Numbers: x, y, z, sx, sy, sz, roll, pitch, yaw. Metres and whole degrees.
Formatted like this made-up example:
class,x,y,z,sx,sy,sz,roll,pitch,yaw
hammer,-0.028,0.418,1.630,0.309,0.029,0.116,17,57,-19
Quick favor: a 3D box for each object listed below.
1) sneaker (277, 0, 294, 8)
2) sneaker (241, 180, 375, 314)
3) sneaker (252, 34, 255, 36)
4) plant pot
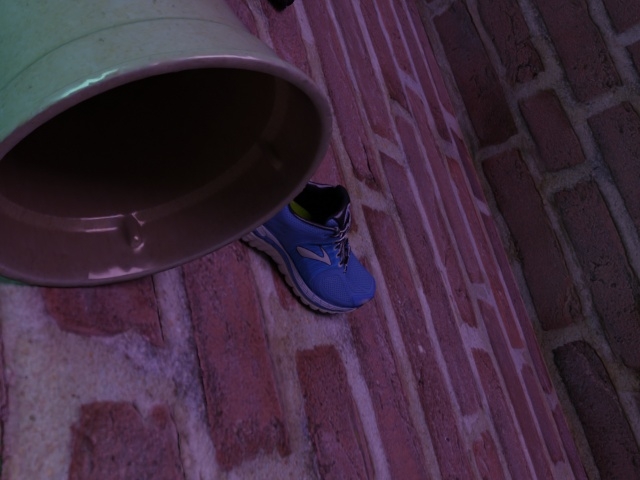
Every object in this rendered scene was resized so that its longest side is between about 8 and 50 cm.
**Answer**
class,x,y,z,sx,sy,sz,roll,pitch,yaw
sneaker,-0.056,-0.640,1.421,0.107,0.124,0.283,44,34,-35
sneaker,0.000,0.000,0.978,0.330,0.147,0.129,44,34,-37
sneaker,-0.098,-0.284,1.091,0.081,0.094,0.208,25,46,-50
plant pot,-0.201,-0.169,0.616,0.334,0.334,0.305,10,49,-58
